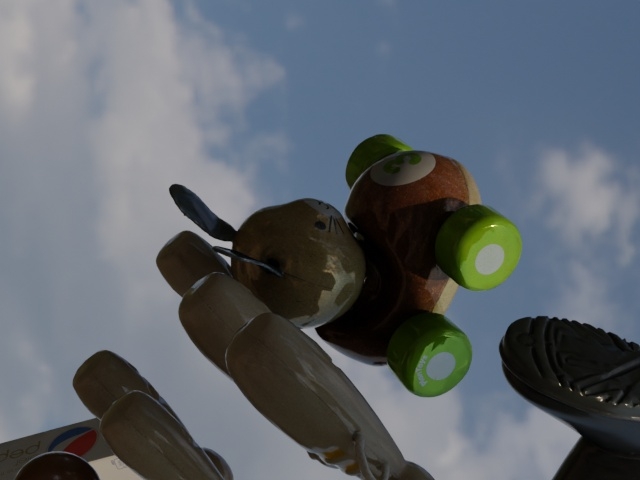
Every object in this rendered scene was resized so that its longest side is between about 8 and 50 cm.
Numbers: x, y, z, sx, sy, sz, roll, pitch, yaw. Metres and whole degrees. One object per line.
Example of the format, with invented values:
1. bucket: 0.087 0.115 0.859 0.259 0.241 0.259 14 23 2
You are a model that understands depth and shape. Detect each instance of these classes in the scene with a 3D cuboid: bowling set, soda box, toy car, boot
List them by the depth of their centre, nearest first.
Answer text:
1. bowling set: -0.071 0.127 0.940 0.154 0.200 0.287 48 -1 -20
2. toy car: 0.000 0.000 0.994 0.155 0.188 0.149 43 -65 54
3. boot: 0.224 0.181 1.308 0.094 0.247 0.207 -101 -149 -51
4. soda box: -0.267 0.235 1.548 0.074 0.216 0.069 -96 170 -59
